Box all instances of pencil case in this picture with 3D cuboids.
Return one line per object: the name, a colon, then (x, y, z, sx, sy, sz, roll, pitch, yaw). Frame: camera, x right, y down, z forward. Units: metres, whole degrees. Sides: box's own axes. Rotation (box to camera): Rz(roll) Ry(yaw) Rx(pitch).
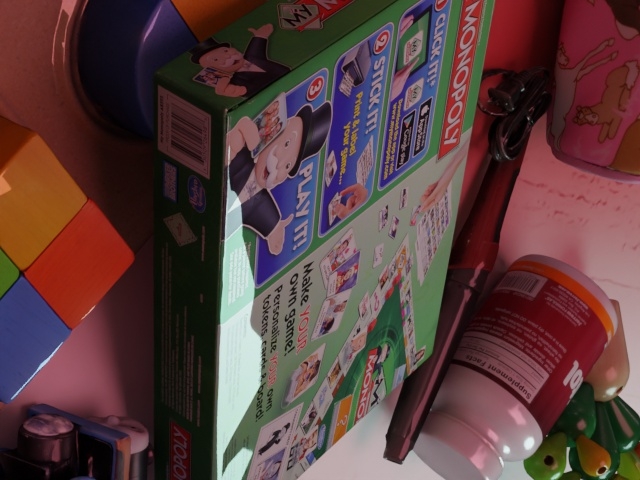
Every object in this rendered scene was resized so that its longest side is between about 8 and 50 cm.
pencil case: (0.249, -0.225, 1.035, 0.160, 0.167, 0.386, -22, 121, -71)

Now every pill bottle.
pill bottle: (0.126, 0.090, 1.085, 0.152, 0.086, 0.086, -51, 137, -22)

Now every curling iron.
curling iron: (0.088, 0.011, 1.049, 0.068, 0.035, 0.274, 25, 84, -54)

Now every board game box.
board game box: (0.000, 0.000, 0.856, 0.213, 0.046, 0.317, -39, 148, -37)

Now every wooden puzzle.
wooden puzzle: (-0.141, -0.090, 0.709, 0.348, 0.080, 0.322, -54, 137, -20)

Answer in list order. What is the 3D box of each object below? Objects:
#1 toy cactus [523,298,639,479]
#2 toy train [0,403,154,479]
toy cactus: (0.194, 0.134, 1.192, 0.219, 0.112, 0.181, 14, 75, -48)
toy train: (-0.127, 0.171, 0.834, 0.105, 0.080, 0.184, -16, 114, -55)
